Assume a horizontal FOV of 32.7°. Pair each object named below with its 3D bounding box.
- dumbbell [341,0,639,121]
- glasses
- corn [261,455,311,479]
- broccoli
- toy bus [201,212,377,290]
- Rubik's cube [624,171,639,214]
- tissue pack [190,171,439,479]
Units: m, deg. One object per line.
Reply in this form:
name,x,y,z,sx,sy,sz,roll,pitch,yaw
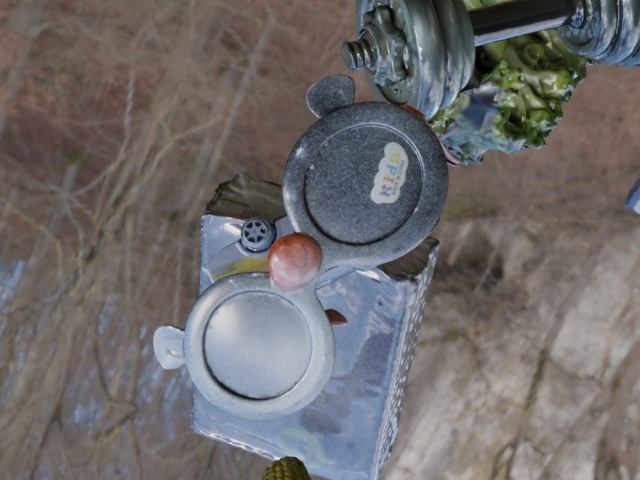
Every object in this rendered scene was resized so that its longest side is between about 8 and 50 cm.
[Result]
dumbbell,0.215,-0.247,1.219,0.406,0.179,0.179,-15,-143,-15
glasses,0.004,-0.002,0.799,0.118,0.234,0.268,32,-170,2
corn,-0.039,0.402,1.315,0.097,0.097,0.319,19,-141,-18
broccoli,0.223,-0.273,1.515,0.281,0.348,0.293,53,-167,-38
toy bus,0.000,0.000,0.886,0.075,0.190,0.064,66,-173,13
Rubik's cube,0.626,-0.141,1.416,0.304,0.305,0.301,29,159,8
tissue pack,-0.020,0.130,1.449,0.288,0.394,0.124,18,-143,12
